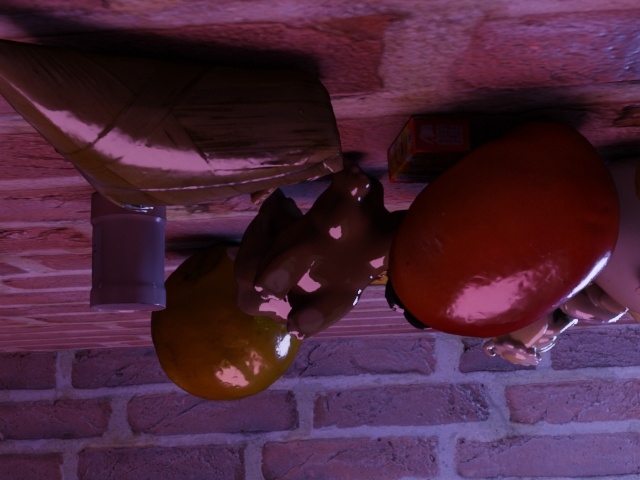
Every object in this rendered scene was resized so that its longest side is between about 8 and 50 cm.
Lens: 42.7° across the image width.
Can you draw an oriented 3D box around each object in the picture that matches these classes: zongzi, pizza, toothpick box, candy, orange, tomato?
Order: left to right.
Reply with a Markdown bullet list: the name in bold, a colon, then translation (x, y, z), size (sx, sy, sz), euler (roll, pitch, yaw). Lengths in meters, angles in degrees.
- **toothpick box**: translation (-0.251, 0.015, 1.071), size (0.098, 0.149, 0.098), euler (-2, 168, 0)
- **zongzi**: translation (-0.115, -0.113, 0.641), size (0.228, 0.115, 0.256), euler (-9, 156, 13)
- **orange**: translation (-0.159, 0.133, 1.393), size (0.279, 0.279, 0.235), euler (-13, 135, 42)
- **pizza**: translation (-0.054, -0.072, 0.940), size (0.083, 0.025, 0.078), euler (-44, -172, -10)
- **candy**: translation (0.114, -0.095, 0.882), size (0.062, 0.038, 0.122), euler (0, 168, -9)
- **tomato**: translation (0.196, -0.009, 0.859), size (0.260, 0.180, 0.260), euler (-38, 177, -2)

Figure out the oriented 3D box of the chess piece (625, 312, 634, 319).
- **chess piece**: translation (0.507, 0.069, 1.464), size (0.167, 0.167, 0.300), euler (4, 172, -25)

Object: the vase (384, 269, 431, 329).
- **vase**: translation (0.182, 0.026, 1.131), size (0.115, 0.115, 0.237), euler (-9, -165, 30)

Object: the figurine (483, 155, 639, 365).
- **figurine**: translation (0.323, 0.031, 1.063), size (0.274, 0.226, 0.394), euler (37, 140, 0)

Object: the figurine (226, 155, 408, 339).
- **figurine**: translation (-0.006, 0.001, 1.042), size (0.177, 0.247, 0.173), euler (29, -167, -22)

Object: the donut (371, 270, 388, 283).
- **donut**: translation (0.121, 0.047, 1.503), size (0.140, 0.059, 0.140), euler (-2, 169, 0)

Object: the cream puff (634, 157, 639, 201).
- **cream puff**: translation (0.447, -0.057, 0.653), size (0.343, 0.231, 0.327), euler (22, 173, 20)
